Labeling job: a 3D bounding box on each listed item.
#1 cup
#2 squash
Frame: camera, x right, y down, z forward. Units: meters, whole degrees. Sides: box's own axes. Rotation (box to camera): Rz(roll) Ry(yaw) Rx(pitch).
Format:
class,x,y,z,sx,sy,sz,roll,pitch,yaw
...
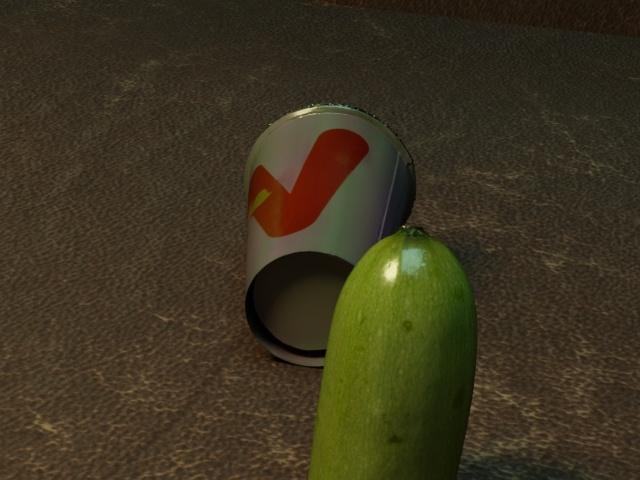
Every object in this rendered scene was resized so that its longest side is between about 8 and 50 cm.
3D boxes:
class,x,y,z,sx,sy,sz,roll,pitch,yaw
cup,0.000,0.000,1.794,0.203,0.203,0.288,8,28,0
squash,0.065,0.109,1.437,0.133,0.247,0.132,6,20,-2
